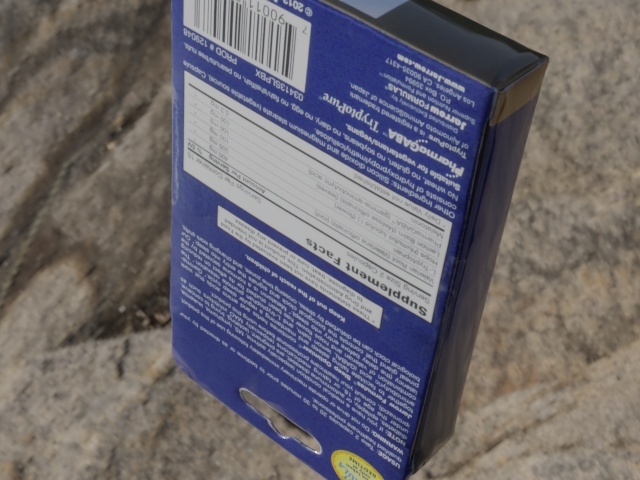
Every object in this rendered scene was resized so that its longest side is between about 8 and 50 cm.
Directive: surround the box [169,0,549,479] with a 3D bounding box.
[{"bbox_3d":[0.000,0.000,0.462,0.136,0.225,0.036,32,47,25],"label":"box"}]
